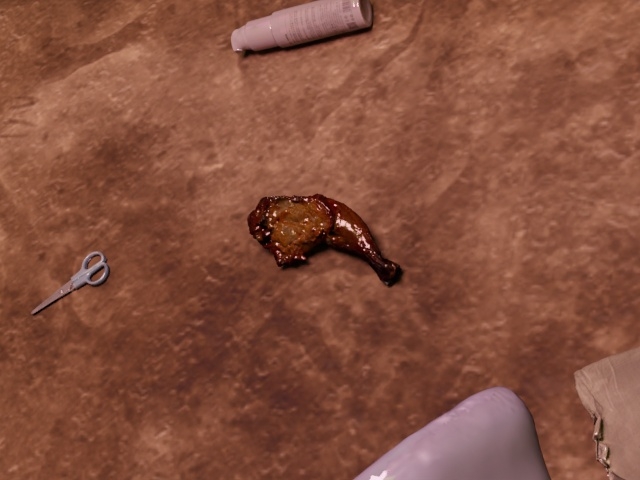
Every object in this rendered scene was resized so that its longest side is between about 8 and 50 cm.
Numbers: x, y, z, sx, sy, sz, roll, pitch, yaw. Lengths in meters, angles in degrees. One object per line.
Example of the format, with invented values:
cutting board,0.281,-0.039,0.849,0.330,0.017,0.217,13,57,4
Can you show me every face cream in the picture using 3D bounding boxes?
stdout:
face cream,-0.019,-0.191,1.044,0.130,0.034,0.034,-10,57,23

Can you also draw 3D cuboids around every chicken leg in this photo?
chicken leg,0.001,-0.005,0.920,0.145,0.037,0.062,8,88,33

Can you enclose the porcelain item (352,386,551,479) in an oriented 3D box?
porcelain item,0.133,0.267,0.448,0.178,0.242,0.405,-31,70,-23

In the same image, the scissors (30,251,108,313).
scissors,-0.220,0.040,1.031,0.083,0.006,0.036,-34,49,7

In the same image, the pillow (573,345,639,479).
pillow,0.252,0.101,0.691,0.181,0.078,0.134,-23,53,13
